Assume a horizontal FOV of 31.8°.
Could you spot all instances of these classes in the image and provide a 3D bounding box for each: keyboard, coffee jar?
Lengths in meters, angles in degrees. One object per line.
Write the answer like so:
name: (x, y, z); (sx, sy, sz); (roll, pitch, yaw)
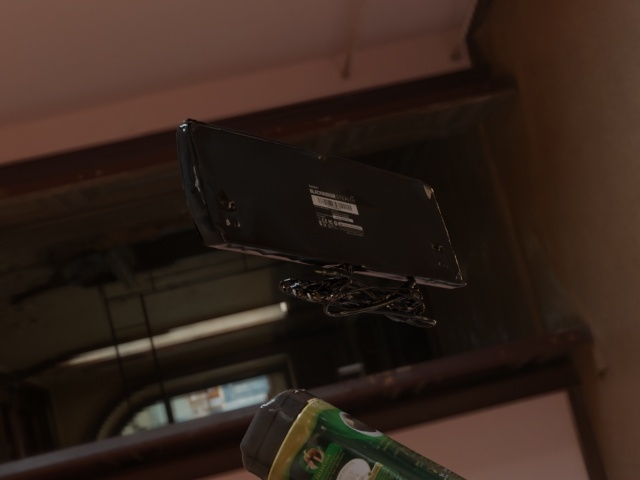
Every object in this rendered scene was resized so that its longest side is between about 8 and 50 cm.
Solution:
keyboard: (0.000, 0.000, 0.604); (0.038, 0.192, 0.100); (-36, 57, 37)
coffee jar: (0.028, 0.189, 0.902); (0.079, 0.184, 0.096); (-63, -14, 1)
